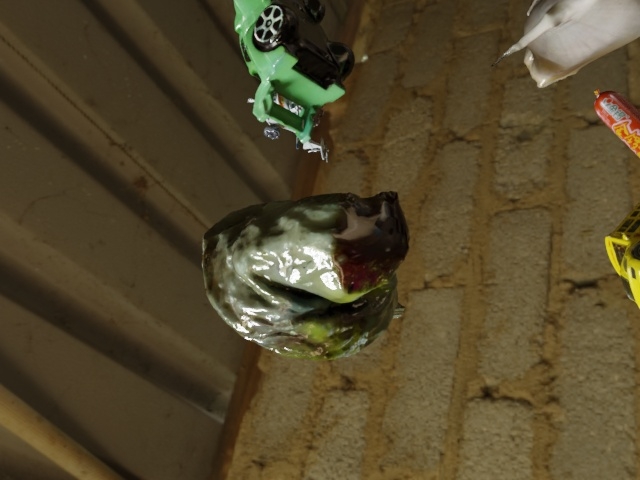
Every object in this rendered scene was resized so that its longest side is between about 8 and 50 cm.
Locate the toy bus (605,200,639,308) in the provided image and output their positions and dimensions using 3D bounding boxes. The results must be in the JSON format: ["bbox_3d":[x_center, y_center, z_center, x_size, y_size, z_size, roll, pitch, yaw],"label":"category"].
[{"bbox_3d":[0.670,-0.011,1.232,0.330,0.152,0.144,-42,-62,-19],"label":"toy bus"}]

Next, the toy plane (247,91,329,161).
[{"bbox_3d":[-0.070,-0.283,1.493,0.273,0.107,0.181,9,-107,-70],"label":"toy plane"}]

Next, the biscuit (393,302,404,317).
[{"bbox_3d":[0.134,0.181,1.900,0.250,0.147,0.046,16,-84,-16],"label":"biscuit"}]

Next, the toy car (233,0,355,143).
[{"bbox_3d":[-0.076,-0.395,1.288,0.213,0.176,0.358,16,-138,-49],"label":"toy car"}]

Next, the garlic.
[{"bbox_3d":[0.409,-0.405,1.058,0.340,0.246,0.231,-13,-98,-58],"label":"garlic"}]

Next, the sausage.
[{"bbox_3d":[0.420,-0.160,0.868,0.145,0.048,0.050,62,-174,31],"label":"sausage"}]

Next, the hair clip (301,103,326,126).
[{"bbox_3d":[-0.010,-0.372,1.562,0.300,0.069,0.172,-108,33,-86],"label":"hair clip"}]

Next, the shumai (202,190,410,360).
[{"bbox_3d":[0.000,0.000,0.933,0.309,0.263,0.304,-16,-116,-37],"label":"shumai"}]
